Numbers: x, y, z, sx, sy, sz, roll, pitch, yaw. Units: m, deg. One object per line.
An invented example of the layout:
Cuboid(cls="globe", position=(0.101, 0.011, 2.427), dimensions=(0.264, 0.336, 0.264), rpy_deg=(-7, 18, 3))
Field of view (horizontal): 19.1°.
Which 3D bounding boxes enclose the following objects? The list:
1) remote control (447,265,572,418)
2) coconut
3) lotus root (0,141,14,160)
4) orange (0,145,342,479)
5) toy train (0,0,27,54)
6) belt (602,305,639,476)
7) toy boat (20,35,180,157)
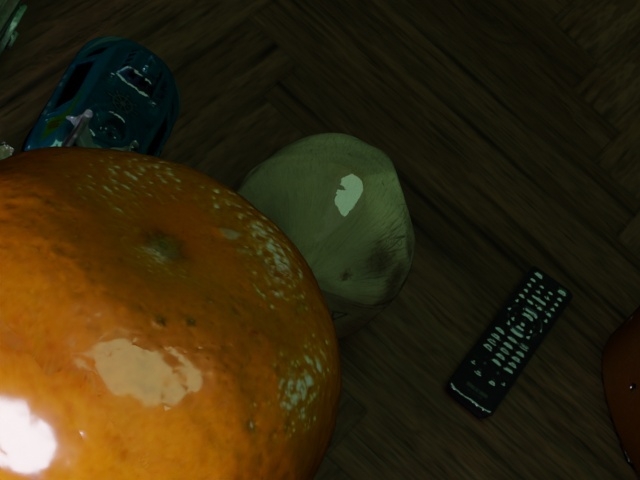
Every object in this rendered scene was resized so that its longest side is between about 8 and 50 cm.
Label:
Cuboid(cls="remote control", position=(0.213, 0.111, 2.128), dimensions=(0.063, 0.025, 0.245), rpy_deg=(40, 44, 3))
Cuboid(cls="coconut", position=(0.000, 0.000, 1.958), dimensions=(0.224, 0.224, 0.224), rpy_deg=(18, 48, -20))
Cuboid(cls="lotus root", position=(-0.323, -0.011, 1.847), dimensions=(0.144, 0.070, 0.143), rpy_deg=(-22, 74, -48))
Cuboid(cls="orange", position=(-0.188, 0.117, 1.645), dimensions=(0.424, 0.326, 0.424), rpy_deg=(17, 33, -11))
Cuboid(cls="toy train", position=(-0.366, -0.235, 1.892), dimensions=(0.150, 0.221, 0.304), rpy_deg=(27, 44, -9))
Cuboid(cls="belt", position=(0.451, 0.207, 2.142), dimensions=(0.217, 0.122, 0.338), rpy_deg=(-4, 56, -33))
Cuboid(cls="toy boat", position=(-0.204, -0.138, 1.970), dimensions=(0.134, 0.092, 0.299), rpy_deg=(37, 32, -13))
